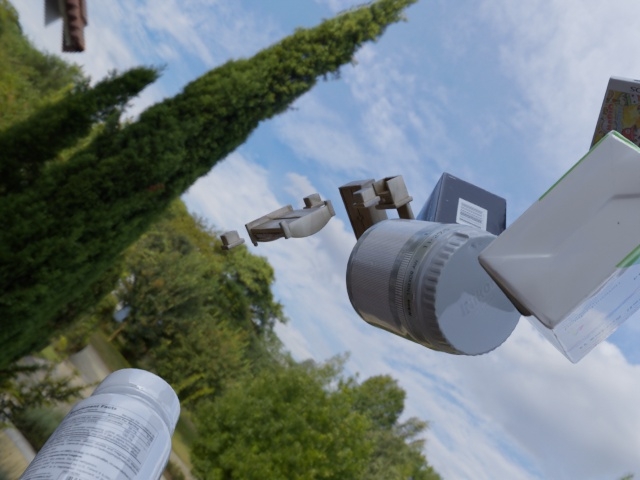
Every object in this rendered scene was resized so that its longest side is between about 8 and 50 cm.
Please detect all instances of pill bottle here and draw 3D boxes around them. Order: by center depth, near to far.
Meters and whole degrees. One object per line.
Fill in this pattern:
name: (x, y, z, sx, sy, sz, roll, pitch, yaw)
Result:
pill bottle: (-0.298, 0.311, 0.762, 0.160, 0.160, 0.283, 56, 18, -16)

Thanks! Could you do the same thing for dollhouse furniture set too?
dollhouse furniture set: (0.000, 0.000, 1.309, 0.303, 0.356, 0.173, 0, -66, 60)

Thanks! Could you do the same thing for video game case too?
video game case: (0.822, -0.294, 1.457, 0.206, 0.026, 0.226, 21, -46, 27)

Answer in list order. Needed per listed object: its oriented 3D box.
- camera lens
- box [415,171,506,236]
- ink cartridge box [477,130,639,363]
camera lens: (0.192, 0.075, 1.015, 0.219, 0.219, 0.274, 58, -21, -21)
box: (0.291, 0.050, 1.364, 0.183, 0.296, 0.294, 24, -50, 0)
ink cartridge box: (0.353, 0.040, 0.737, 0.119, 0.207, 0.353, 50, 9, 32)
